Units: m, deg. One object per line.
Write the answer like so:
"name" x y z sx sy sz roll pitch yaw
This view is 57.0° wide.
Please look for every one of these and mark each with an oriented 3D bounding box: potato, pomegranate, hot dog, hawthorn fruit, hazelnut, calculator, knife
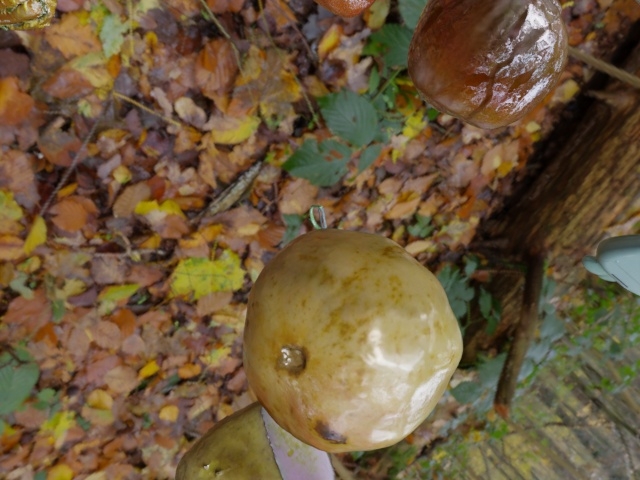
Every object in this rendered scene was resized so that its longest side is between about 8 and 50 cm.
"potato" -0.143 0.422 1.104 0.266 0.229 0.229 -29 163 21
"pomegranate" 0.058 0.140 0.883 0.342 0.342 0.342 -35 157 -17
"hot dog" -0.580 -0.444 1.112 0.115 0.269 0.072 32 76 -43
"hawthorn fruit" 0.049 -0.587 1.299 0.189 0.189 0.189 -35 157 -17
"hazelnut" 0.363 -0.425 1.290 0.315 0.372 0.372 -27 153 -30
"calculator" 0.581 0.048 0.997 0.295 0.184 0.042 -10 -132 62
"knife" 0.000 0.000 1.524 0.015 0.054 0.212 -41 131 -41

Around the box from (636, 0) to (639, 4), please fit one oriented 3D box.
"box" 0.471 -0.275 0.461 0.367 0.373 0.090 -46 163 28
